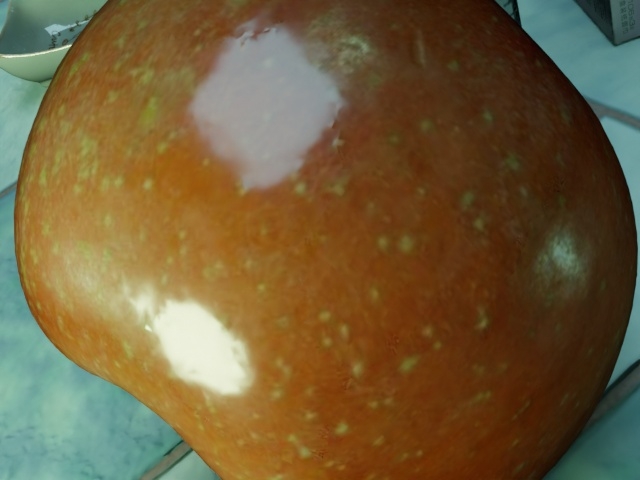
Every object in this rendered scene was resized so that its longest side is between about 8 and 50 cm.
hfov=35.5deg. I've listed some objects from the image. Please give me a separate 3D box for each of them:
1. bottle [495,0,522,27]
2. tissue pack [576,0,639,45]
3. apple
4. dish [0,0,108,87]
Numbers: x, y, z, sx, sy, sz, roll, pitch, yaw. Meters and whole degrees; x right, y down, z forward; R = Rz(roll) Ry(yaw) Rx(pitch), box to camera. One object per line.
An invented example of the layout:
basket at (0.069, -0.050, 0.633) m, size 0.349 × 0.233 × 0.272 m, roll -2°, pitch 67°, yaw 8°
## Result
bottle at (0.096, -0.224, 0.766) m, size 0.093 × 0.330 × 0.093 m, roll -12°, pitch 42°, yaw 11°
tissue pack at (0.255, -0.319, 0.863) m, size 0.092 × 0.246 × 0.148 m, roll -20°, pitch 41°, yaw 2°
apple at (0.000, 0.000, 0.563) m, size 0.348 × 0.348 × 0.277 m, roll 26°, pitch 73°, yaw 41°
dish at (-0.258, -0.243, 1.139) m, size 0.212 × 0.077 × 0.151 m, roll -13°, pitch 40°, yaw 10°
